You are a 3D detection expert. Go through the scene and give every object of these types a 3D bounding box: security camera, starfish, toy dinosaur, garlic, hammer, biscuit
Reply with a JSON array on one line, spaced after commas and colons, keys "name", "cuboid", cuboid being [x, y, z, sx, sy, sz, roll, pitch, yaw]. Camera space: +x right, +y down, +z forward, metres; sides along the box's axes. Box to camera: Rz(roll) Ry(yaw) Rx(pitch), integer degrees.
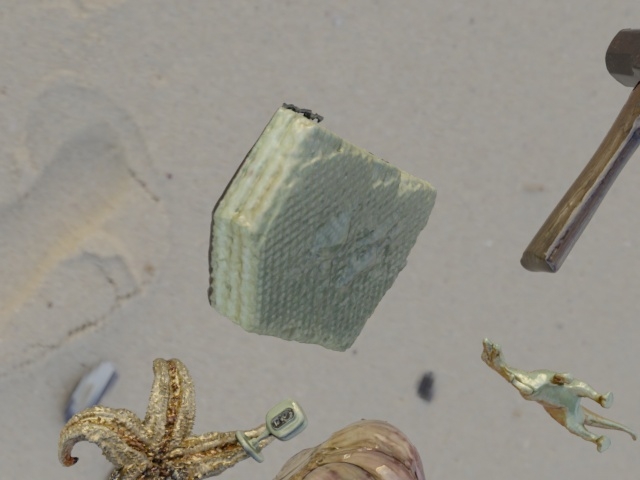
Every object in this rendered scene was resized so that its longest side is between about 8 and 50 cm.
[{"name": "security camera", "cuboid": [-0.063, 0.250, 1.880, 0.092, 0.058, 0.058, -42, 129, 4]}, {"name": "starfish", "cuboid": [-0.204, 0.318, 1.916, 0.312, 0.113, 0.303, -25, 85, -27]}, {"name": "toy dinosaur", "cuboid": [0.269, 0.185, 1.604, 0.057, 0.142, 0.212, -58, 143, -14]}, {"name": "garlic", "cuboid": [0.014, 0.297, 1.453, 0.245, 0.245, 0.160, -34, 86, -29]}, {"name": "hammer", "cuboid": [0.404, -0.127, 1.924, 0.095, 0.242, 0.408, 38, 86, -24]}, {"name": "biscuit", "cuboid": [0.000, 0.000, 0.986, 0.150, 0.052, 0.252, -58, 155, 4]}]
